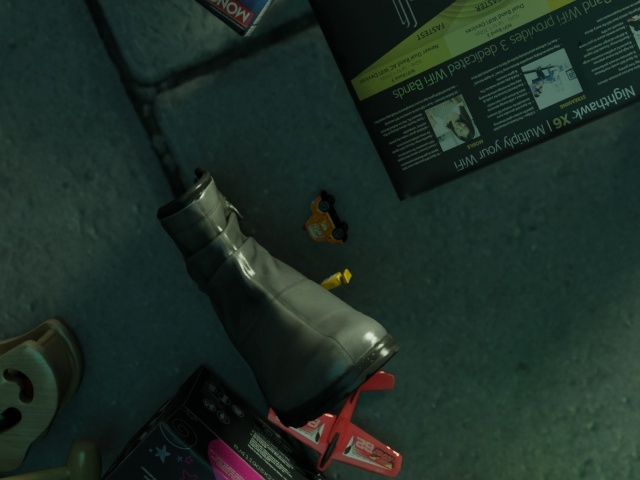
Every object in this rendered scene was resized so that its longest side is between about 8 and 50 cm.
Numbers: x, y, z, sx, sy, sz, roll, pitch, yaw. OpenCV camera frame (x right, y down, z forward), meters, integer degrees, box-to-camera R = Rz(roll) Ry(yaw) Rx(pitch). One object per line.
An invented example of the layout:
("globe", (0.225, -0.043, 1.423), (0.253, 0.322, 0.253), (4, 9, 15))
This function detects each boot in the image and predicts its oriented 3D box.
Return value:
("boot", (-0.064, 0.041, 1.076), (0.118, 0.338, 0.222), (-37, 100, -15))

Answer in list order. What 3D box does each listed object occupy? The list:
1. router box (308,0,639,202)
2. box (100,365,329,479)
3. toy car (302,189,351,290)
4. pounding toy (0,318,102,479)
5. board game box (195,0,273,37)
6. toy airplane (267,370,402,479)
("router box", (0.166, -0.206, 1.084), (0.309, 0.081, 0.242), (-22, 94, 21))
("box", (-0.094, 0.280, 1.214), (0.247, 0.163, 0.142), (43, 107, -3))
("toy car", (0.000, 0.000, 1.168), (0.041, 0.122, 0.060), (-24, 116, 15))
("pounding toy", (-0.348, 0.165, 1.228), (0.270, 0.155, 0.154), (17, 109, 4))
("board game box", (-0.112, -0.290, 1.133), (0.194, 0.060, 0.194), (39, 108, 8))
("toy airplane", (0.023, 0.182, 1.232), (0.151, 0.028, 0.151), (0, 91, -1))
